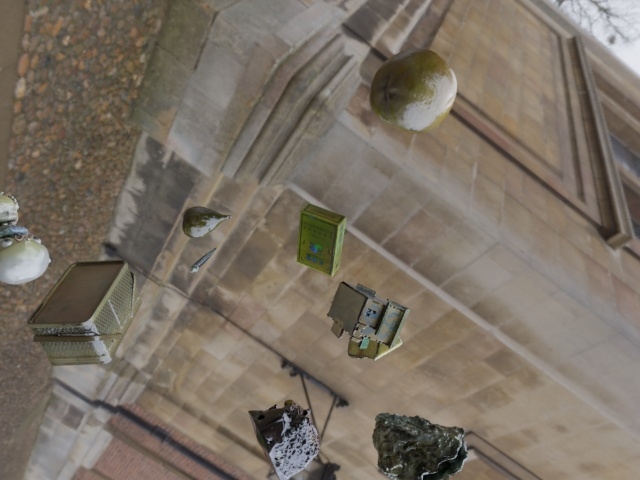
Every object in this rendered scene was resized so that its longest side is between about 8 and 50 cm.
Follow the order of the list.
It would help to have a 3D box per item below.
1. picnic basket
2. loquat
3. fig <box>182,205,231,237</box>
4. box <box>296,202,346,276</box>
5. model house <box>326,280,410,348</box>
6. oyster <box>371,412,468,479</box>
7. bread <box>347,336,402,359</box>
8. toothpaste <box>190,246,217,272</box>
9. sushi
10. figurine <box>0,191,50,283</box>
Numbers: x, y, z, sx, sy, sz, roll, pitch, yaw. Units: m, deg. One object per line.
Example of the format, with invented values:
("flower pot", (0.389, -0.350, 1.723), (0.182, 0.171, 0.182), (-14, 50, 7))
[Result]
("picnic basket", (-0.574, 0.175, 1.209), (0.267, 0.165, 0.139), (-87, 172, -57))
("loquat", (0.290, -0.477, 1.538), (0.283, 0.276, 0.276), (-17, 154, -50))
("fig", (-0.461, -0.063, 1.945), (0.133, 0.184, 0.127), (-131, -122, -68))
("box", (0.000, 0.000, 1.585), (0.064, 0.140, 0.220), (-49, 153, -48))
("model house", (0.161, 0.245, 1.487), (0.178, 0.206, 0.271), (-70, -162, -2))
("oyster", (0.216, 0.483, 1.150), (0.267, 0.112, 0.198), (-16, -168, 37))
("bread", (0.198, 0.382, 1.871), (0.178, 0.141, 0.266), (-66, -168, -16))
("toothpaste", (-0.328, 0.056, 1.354), (0.037, 0.021, 0.140), (-30, -167, 24))
("sushi", (-0.109, 0.684, 1.703), (0.212, 0.227, 0.215), (-25, -174, -16))
("figurine", (-1.245, -0.008, 1.917), (0.274, 0.394, 0.226), (-28, 172, 27))
